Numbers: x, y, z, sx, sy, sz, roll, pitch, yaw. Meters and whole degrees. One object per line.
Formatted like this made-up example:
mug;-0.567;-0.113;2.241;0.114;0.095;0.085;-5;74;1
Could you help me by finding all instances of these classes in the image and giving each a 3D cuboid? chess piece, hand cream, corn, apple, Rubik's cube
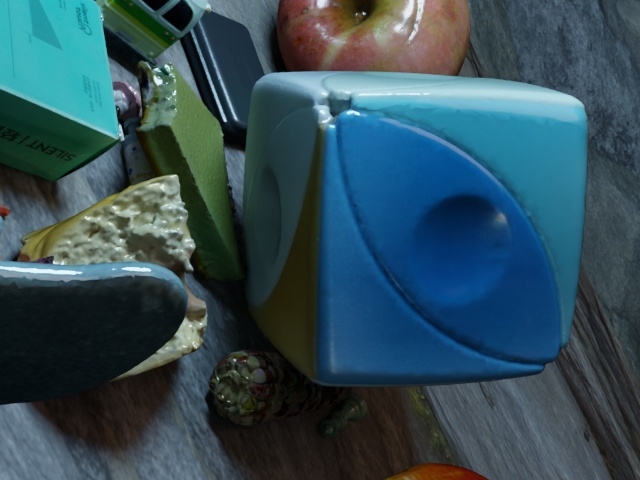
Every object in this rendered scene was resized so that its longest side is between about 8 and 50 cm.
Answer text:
chess piece;0.029;0.252;1.294;0.042;0.042;0.093;61;32;-1
hand cream;-0.222;-0.077;1.166;0.065;0.043;0.171;15;56;-53
corn;-0.043;0.182;1.181;0.280;0.092;0.092;8;57;-62
apple;0.103;-0.382;1.697;0.364;0.364;0.364;41;33;-34
Rubik's cube;0.100;-0.032;1.155;0.347;0.351;0.352;-142;-130;-67

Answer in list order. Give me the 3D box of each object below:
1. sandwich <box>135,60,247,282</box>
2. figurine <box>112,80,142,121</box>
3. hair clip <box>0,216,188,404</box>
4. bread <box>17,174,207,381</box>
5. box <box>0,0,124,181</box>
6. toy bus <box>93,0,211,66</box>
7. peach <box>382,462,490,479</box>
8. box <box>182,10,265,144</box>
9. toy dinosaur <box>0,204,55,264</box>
sandwich;-0.173;-0.086;1.167;0.212;0.063;0.245;52;23;-64
figurine;-0.238;-0.185;1.228;0.072;0.054;0.129;65;28;-2
hair clip;-0.340;0.065;0.577;0.318;0.392;0.238;28;17;-45
bread;-0.237;0.060;0.969;0.211;0.224;0.184;-23;91;-22
box;-0.368;-0.206;0.948;0.311;0.118;0.205;21;49;-52
toy bus;-0.243;-0.398;1.301;0.133;0.164;0.276;35;37;-43
peach;0.127;0.424;1.026;0.308;0.307;0.332;-3;72;-61
box;-0.142;-0.260;1.472;0.160;0.050;0.230;6;60;-59
toy dinosaur;-0.287;0.035;0.832;0.070;0.139;0.286;43;31;-33
